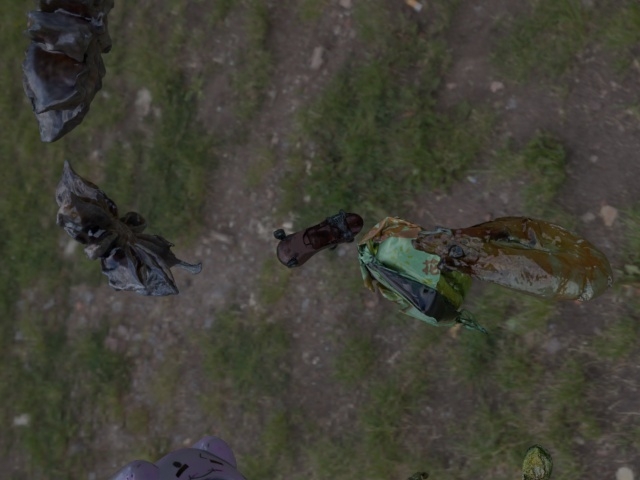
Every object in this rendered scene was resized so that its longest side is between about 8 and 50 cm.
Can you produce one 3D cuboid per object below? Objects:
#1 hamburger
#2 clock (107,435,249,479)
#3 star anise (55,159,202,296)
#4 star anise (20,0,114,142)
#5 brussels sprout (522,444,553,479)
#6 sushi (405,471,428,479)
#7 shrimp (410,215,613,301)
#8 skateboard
[{"bbox_3d":[0.172,0.067,1.431,0.235,0.214,0.125,26,84,22],"label":"hamburger"},{"bbox_3d":[-0.164,0.462,1.344,0.113,0.296,0.322,-39,71,26],"label":"clock"},{"bbox_3d":[-0.268,0.004,1.208,0.081,0.262,0.230,-46,50,4],"label":"star anise"},{"bbox_3d":[-0.370,-0.305,1.332,0.332,0.118,0.331,-173,90,-87],"label":"star anise"},{"bbox_3d":[0.278,0.305,1.141,0.083,0.046,0.051,-68,2,-51],"label":"brussels sprout"},{"bbox_3d":[0.063,0.318,0.768,0.212,0.115,0.147,-40,66,-2],"label":"sushi"},{"bbox_3d":[0.249,0.013,1.171,0.154,0.294,0.062,-106,33,-46],"label":"shrimp"},{"bbox_3d":[0.000,0.000,1.473,0.151,0.080,0.067,-21,73,-8],"label":"skateboard"}]
